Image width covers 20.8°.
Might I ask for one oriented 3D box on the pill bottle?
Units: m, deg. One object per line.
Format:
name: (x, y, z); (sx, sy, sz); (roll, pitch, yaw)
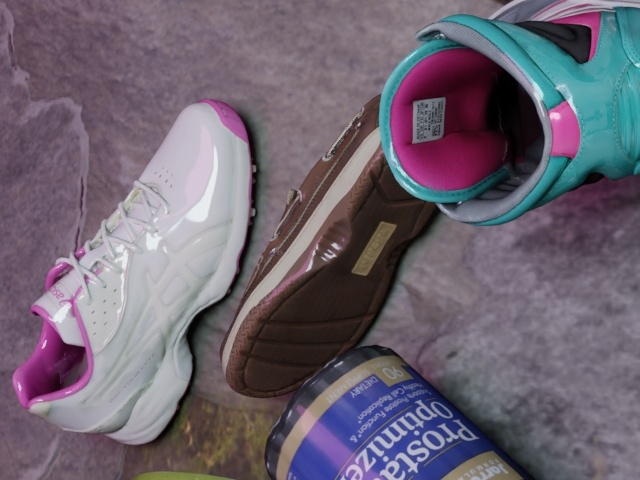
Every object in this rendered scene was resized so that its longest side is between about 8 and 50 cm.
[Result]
pill bottle: (0.076, 0.178, 1.132); (0.219, 0.123, 0.122); (41, 116, 29)

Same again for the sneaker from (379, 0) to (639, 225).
sneaker: (0.110, -0.084, 1.054); (0.295, 0.178, 0.123); (-164, 63, -68)

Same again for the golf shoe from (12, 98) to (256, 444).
golf shoe: (-0.151, 0.027, 1.416); (0.115, 0.140, 0.306); (34, 108, 48)

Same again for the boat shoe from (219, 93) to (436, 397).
boat shoe: (0.007, 0.002, 1.287); (0.257, 0.095, 0.095); (-52, 35, 23)

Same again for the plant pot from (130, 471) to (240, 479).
plant pot: (-0.098, 0.324, 1.245); (0.275, 0.275, 0.293); (-13, 60, 47)
